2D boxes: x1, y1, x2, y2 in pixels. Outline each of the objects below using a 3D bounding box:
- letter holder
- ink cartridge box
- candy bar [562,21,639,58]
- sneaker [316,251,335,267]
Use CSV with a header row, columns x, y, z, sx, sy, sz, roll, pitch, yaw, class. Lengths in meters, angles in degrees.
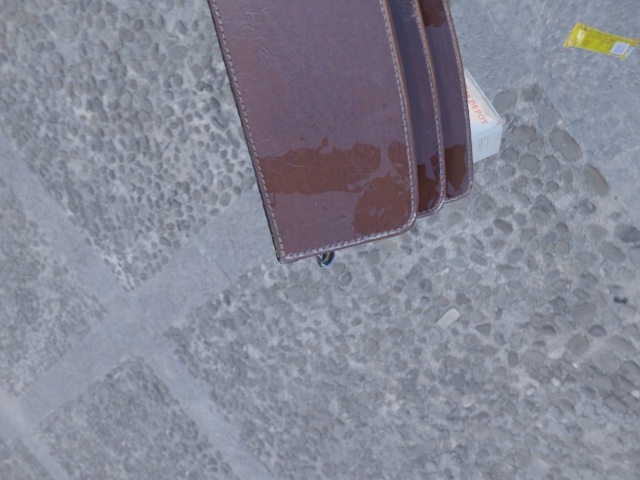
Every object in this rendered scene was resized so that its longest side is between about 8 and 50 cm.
x,y,z,sx,sy,sz,roll,pitch,yaw,class
0.035,-0.160,0.400,0.214,0.152,0.302,-14,98,6,letter holder
0.197,-0.197,0.803,0.212,0.093,0.154,-25,64,8,ink cartridge box
0.489,-0.342,0.757,0.040,0.161,0.018,112,148,-42,candy bar
0.000,0.000,1.382,0.067,0.078,0.188,-19,60,28,sneaker
